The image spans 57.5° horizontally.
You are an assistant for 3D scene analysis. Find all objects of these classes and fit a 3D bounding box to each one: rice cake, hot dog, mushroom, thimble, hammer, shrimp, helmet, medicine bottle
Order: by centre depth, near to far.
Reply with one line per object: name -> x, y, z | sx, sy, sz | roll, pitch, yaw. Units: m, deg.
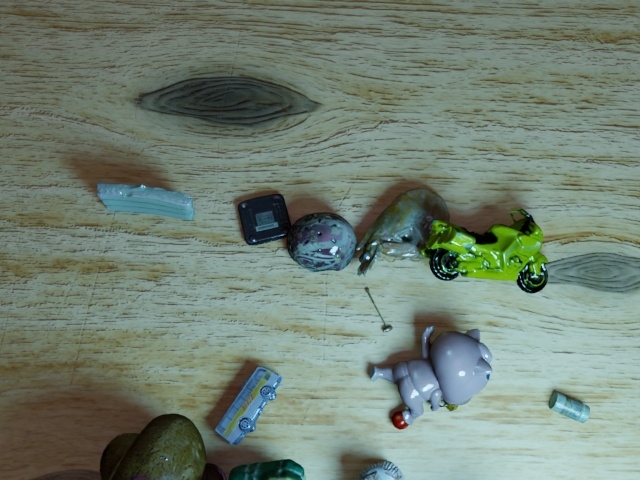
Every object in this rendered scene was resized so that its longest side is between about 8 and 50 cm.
mushroom -> -0.355, 0.523, 1.193 | 0.239, 0.345, 0.345 | -1, 74, -4
thimble -> -0.104, 0.612, 1.219 | 0.167, 0.254, 0.288 | -5, 101, -1
hot dog -> 0.155, 0.568, 1.244 | 0.108, 0.059, 0.191 | -27, 80, 5
helmet -> -0.257, 0.566, 1.322 | 0.089, 0.057, 0.111 | -12, 75, -8
medicine bottle -> 0.602, 0.405, 1.413 | 0.083, 0.047, 0.047 | 24, 74, 4
helmet -> 0.010, -0.003, 1.464 | 0.177, 0.107, 0.153 | 2, 77, -12
rice cake -> -0.435, -0.099, 1.469 | 0.237, 0.127, 0.043 | 7, 72, -2
hammer -> 0.144, 0.175, 1.476 | 0.029, 0.014, 0.123 | -23, 74, -18
shrimp -> 0.212, -0.007, 1.500 | 0.168, 0.077, 0.317 | 41, 73, 6

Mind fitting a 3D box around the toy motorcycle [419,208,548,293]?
toy motorcycle -> 0.429, 0.015, 1.459 | 0.342, 0.142, 0.206 | 8, 79, -15

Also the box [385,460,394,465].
box -> 0.156, 0.634, 1.305 | 0.168, 0.095, 0.212 | -36, 78, -9

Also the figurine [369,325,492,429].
figurine -> 0.273, 0.323, 1.388 | 0.287, 0.186, 0.176 | -31, 37, 9

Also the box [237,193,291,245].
box -> -0.145, -0.057, 1.521 | 0.126, 0.027, 0.125 | -14, 75, -7

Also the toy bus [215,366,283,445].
toy bus -> -0.166, 0.388, 1.378 | 0.075, 0.064, 0.190 | 28, 74, 18
